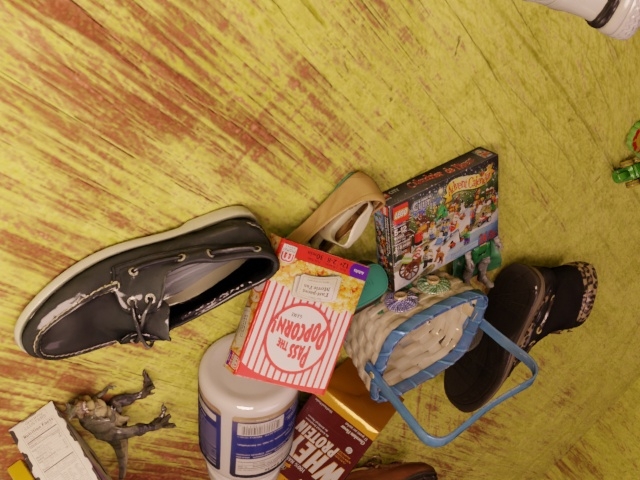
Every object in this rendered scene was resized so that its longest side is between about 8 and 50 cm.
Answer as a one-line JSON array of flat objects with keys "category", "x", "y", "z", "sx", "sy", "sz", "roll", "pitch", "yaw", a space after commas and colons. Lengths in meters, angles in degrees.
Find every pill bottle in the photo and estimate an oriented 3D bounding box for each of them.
[{"category": "pill bottle", "x": -0.115, "y": 0.278, "z": 1.367, "sx": 0.153, "sy": 0.153, "sz": 0.265, "roll": -24, "pitch": 142, "yaw": -29}]

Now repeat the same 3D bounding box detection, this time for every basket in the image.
[{"category": "basket", "x": 0.182, "y": 0.184, "z": 1.461, "sx": 0.254, "sy": 0.289, "sz": 0.201, "roll": -26, "pitch": 148, "yaw": -32}]

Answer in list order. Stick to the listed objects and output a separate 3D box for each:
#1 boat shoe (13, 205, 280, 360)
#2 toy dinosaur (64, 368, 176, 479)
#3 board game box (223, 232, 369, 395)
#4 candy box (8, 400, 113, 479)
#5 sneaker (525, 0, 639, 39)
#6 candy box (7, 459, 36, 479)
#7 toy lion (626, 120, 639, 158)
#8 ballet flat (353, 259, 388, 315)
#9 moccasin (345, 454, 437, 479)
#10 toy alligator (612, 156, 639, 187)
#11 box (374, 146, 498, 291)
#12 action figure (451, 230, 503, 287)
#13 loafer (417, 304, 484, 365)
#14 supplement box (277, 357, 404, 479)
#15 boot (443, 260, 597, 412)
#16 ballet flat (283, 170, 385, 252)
[{"category": "boat shoe", "x": -0.198, "y": 0.071, "z": 1.083, "sx": 0.340, "sy": 0.113, "sz": 0.127, "roll": -23, "pitch": 141, "yaw": -30}, {"category": "toy dinosaur", "x": -0.279, "y": 0.256, "z": 1.254, "sx": 0.118, "sy": 0.064, "sz": 0.268, "roll": -29, "pitch": 147, "yaw": -12}, {"category": "board game box", "x": -0.031, "y": 0.104, "z": 1.207, "sx": 0.146, "sy": 0.045, "sz": 0.194, "roll": 18, "pitch": 93, "yaw": -29}, {"category": "candy box", "x": -0.314, "y": 0.333, "z": 1.167, "sx": 0.070, "sy": 0.196, "sz": 0.165, "roll": -35, "pitch": 146, "yaw": -16}, {"category": "sneaker", "x": 0.337, "y": -0.388, "z": 1.156, "sx": 0.366, "sy": 0.210, "sz": 0.137, "roll": -59, "pitch": 171, "yaw": -56}, {"category": "candy box", "x": -0.347, "y": 0.392, "z": 1.189, "sx": 0.027, "sy": 0.206, "sz": 0.105, "roll": -37, "pitch": 147, "yaw": -19}, {"category": "toy lion", "x": 0.664, "y": -0.205, "z": 1.794, "sx": 0.096, "sy": 0.034, "sz": 0.100, "roll": -25, "pitch": 129, "yaw": -19}, {"category": "ballet flat", "x": -0.016, "y": 0.105, "z": 1.334, "sx": 0.280, "sy": 0.095, "sz": 0.096, "roll": -18, "pitch": -177, "yaw": -39}, {"category": "moccasin", "x": 0.115, "y": 0.555, "z": 1.956, "sx": 0.379, "sy": 0.147, "sz": 0.139, "roll": -5, "pitch": 116, "yaw": -40}, {"category": "toy alligator", "x": 0.669, "y": -0.149, "z": 1.858, "sx": 0.189, "sy": 0.056, "sz": 0.051, "roll": -19, "pitch": -179, "yaw": -36}, {"category": "box", "x": 0.191, "y": -0.036, "z": 1.419, "sx": 0.233, "sy": 0.044, "sz": 0.159, "roll": -26, "pitch": 127, "yaw": -27}, {"category": "action figure", "x": 0.286, "y": 0.011, "z": 1.604, "sx": 0.137, "sy": 0.063, "sz": 0.232, "roll": -30, "pitch": 141, "yaw": -17}, {"category": "loafer", "x": 0.240, "y": 0.185, "z": 1.736, "sx": 0.251, "sy": 0.087, "sz": 0.095, "roll": -26, "pitch": 118, "yaw": -44}, {"category": "supplement box", "x": 0.024, "y": 0.339, "z": 1.551, "sx": 0.194, "sy": 0.129, "sz": 0.191, "roll": -56, "pitch": 169, "yaw": 16}, {"category": "boot", "x": 0.441, "y": 0.200, "z": 1.917, "sx": 0.284, "sy": 0.138, "sz": 0.378, "roll": -8, "pitch": 127, "yaw": -43}, {"category": "ballet flat", "x": 0.000, "y": 0.000, "z": 1.260, "sx": 0.232, "sy": 0.073, "sz": 0.080, "roll": -47, "pitch": 149, "yaw": 4}]
